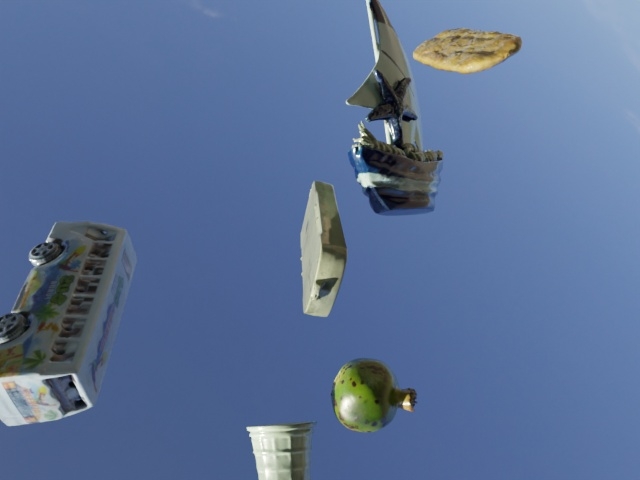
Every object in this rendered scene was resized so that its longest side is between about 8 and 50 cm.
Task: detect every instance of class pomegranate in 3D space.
[{"bbox_3d":[0.095,0.302,1.080,0.122,0.169,0.143,41,-125,-41],"label":"pomegranate"}]

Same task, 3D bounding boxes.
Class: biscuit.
[{"bbox_3d":[0.145,-0.194,0.560,0.071,0.018,0.147,-29,-151,-3],"label":"biscuit"}]

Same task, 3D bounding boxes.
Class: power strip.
[{"bbox_3d":[0.000,0.000,0.611,0.029,0.079,0.227,11,-154,-9],"label":"power strip"}]

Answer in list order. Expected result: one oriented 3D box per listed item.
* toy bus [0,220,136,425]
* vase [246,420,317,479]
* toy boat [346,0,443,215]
[{"bbox_3d":[-0.363,0.096,0.798,0.136,0.109,0.329,-7,-141,0],"label":"toy bus"},{"bbox_3d":[-0.065,0.507,1.057,0.143,0.143,0.298,5,-109,-28],"label":"vase"},{"bbox_3d":[0.078,-0.157,0.670,0.210,0.070,0.291,-46,-60,-52],"label":"toy boat"}]
